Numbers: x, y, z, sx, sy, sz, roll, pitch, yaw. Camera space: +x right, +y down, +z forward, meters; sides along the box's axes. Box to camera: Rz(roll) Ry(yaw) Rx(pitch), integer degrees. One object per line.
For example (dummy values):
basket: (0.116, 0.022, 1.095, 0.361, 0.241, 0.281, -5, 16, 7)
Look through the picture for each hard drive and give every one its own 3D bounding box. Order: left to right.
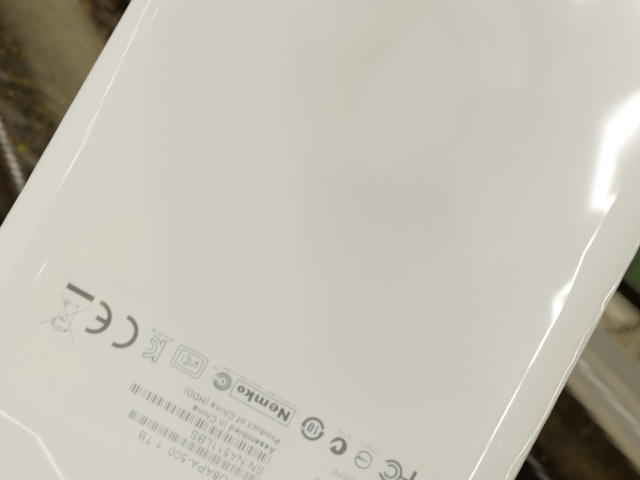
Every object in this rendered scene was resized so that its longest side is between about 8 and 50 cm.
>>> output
hard drive: (0.000, 0.000, 0.557, 0.210, 0.319, 0.040, 29, -5, 0)
